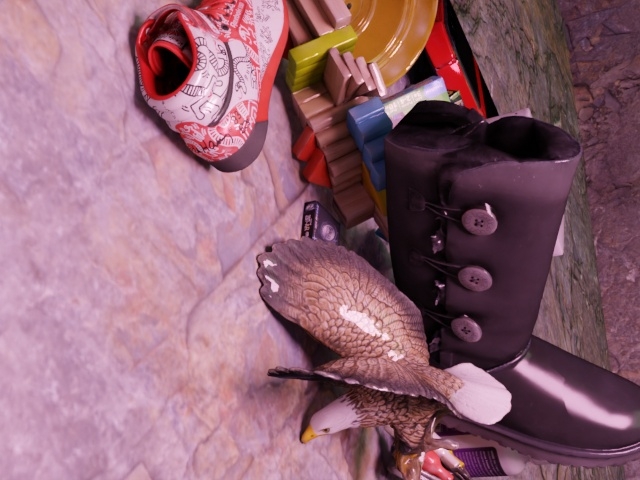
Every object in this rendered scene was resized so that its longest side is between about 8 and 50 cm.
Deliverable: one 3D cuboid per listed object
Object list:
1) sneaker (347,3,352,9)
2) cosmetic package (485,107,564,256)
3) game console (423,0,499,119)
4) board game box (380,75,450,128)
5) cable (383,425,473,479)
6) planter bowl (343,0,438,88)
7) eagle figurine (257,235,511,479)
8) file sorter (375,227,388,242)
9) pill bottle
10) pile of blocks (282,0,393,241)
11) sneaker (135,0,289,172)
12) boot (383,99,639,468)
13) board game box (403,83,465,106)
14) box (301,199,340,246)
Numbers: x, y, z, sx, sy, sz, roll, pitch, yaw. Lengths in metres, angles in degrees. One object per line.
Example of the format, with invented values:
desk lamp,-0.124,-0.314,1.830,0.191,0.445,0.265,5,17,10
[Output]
sneaker,0.078,-0.465,1.214,0.216,0.121,0.079,67,30,-20
cosmetic package,0.282,-0.075,1.330,0.224,0.224,0.138,59,32,-31
game console,0.288,-0.312,1.532,0.341,0.060,0.386,60,21,-23
board game box,0.145,-0.123,1.178,0.211,0.160,0.039,67,-10,-21
cable,0.202,0.325,1.009,0.072,0.287,0.139,-64,157,4
planter bowl,0.067,-0.332,1.129,0.217,0.090,0.217,-30,140,-30
eagle figurine,0.061,0.151,0.865,0.225,0.226,0.298,-50,131,-32
file sorter,0.182,-0.007,1.109,0.170,0.104,0.118,33,0,-1
pill bottle,0.242,0.295,1.135,0.108,0.194,0.108,33,52,-54
pile of blocks,0.015,-0.150,0.958,0.362,0.113,0.149,66,-11,-14
sneaker,-0.109,-0.218,0.791,0.145,0.090,0.269,41,47,-53
boot,0.262,0.062,0.941,0.146,0.367,0.444,-63,156,-53
board game box,0.249,-0.169,1.423,0.030,0.136,0.259,-38,120,-14
box,0.000,0.000,0.987,0.067,0.018,0.083,44,42,-46
